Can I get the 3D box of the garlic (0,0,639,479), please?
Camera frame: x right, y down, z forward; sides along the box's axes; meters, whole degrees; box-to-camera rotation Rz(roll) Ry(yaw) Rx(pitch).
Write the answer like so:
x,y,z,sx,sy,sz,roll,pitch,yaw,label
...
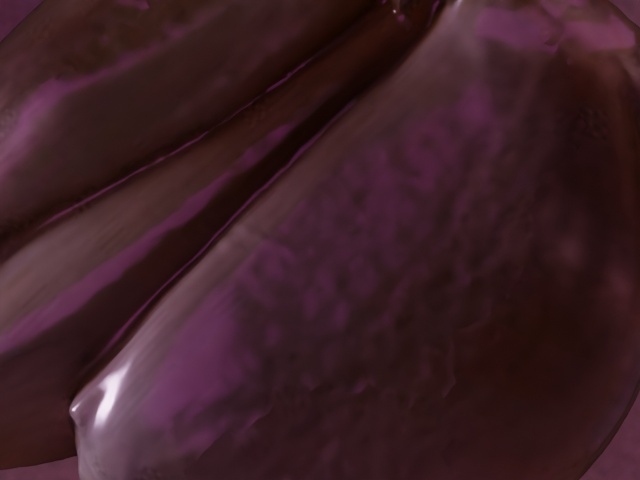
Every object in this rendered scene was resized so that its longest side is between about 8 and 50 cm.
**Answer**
x,y,z,sx,sy,sz,roll,pitch,yaw,label
-0.001,0.000,0.665,0.279,0.132,0.325,43,93,0,garlic
